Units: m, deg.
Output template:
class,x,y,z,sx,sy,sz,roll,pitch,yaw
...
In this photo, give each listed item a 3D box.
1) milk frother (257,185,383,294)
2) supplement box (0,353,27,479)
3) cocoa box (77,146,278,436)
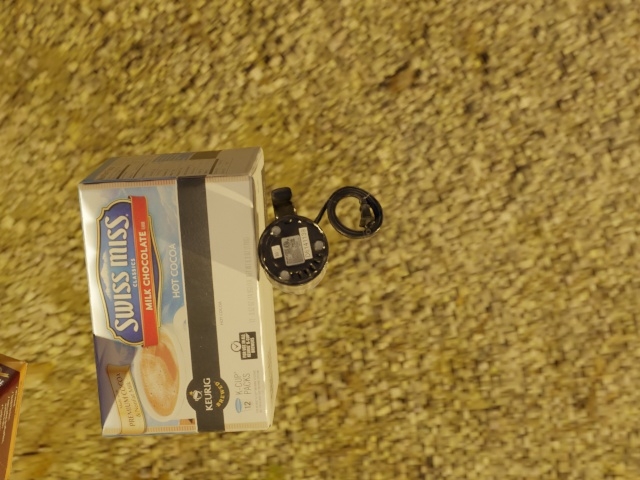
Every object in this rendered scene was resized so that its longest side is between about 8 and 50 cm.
class,x,y,z,sx,sy,sz,roll,pitch,yaw
milk frother,0.000,0.000,1.603,0.143,0.135,0.129,6,84,0
supplement box,-0.470,0.254,1.629,0.129,0.191,0.194,18,29,5
cocoa box,-0.184,0.064,1.785,0.227,0.231,0.347,-3,102,2
